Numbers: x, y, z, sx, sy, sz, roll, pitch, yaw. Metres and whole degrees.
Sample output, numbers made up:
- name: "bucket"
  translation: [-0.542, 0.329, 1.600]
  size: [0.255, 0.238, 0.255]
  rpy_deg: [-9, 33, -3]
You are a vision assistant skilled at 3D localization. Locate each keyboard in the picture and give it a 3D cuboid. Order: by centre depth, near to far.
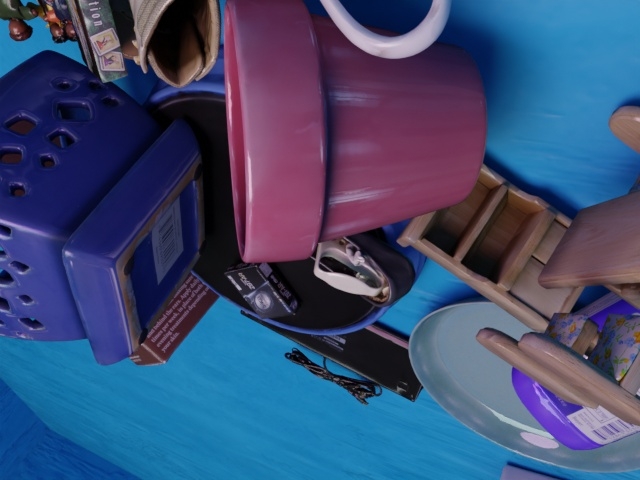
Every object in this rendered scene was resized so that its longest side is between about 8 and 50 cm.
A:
- name: "keyboard"
  translation: [0.014, 0.161, 0.937]
  size: [0.317, 0.033, 0.201]
  rpy_deg: [25, 137, 16]

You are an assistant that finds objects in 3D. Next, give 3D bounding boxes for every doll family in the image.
- name: "doll family"
  translation: [-0.280, -0.261, 0.661]
  size: [0.193, 0.076, 0.111]
  rpy_deg: [14, 134, 23]

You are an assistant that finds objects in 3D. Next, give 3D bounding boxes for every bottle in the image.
- name: "bottle"
  translation: [0.305, 0.085, 0.519]
  size: [0.118, 0.092, 0.283]
  rpy_deg: [46, 128, 2]

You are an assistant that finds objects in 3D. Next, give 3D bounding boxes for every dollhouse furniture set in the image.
- name: "dollhouse furniture set"
  translation: [0.178, -0.009, 0.461]
  size: [0.161, 0.212, 0.242]
  rpy_deg: [35, 171, -1]

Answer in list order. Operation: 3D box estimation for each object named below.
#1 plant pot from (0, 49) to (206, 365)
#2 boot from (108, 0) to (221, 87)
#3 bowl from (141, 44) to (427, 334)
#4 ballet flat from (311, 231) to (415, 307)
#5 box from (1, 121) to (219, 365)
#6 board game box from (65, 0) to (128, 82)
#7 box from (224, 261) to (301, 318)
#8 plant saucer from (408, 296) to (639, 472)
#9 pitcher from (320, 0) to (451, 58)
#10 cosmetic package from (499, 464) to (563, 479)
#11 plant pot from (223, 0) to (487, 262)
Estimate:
- name: "plant pot"
  translation: [-0.253, -0.022, 0.639]
  size: [0.212, 0.236, 0.236]
  rpy_deg: [21, 140, 8]
- name: "boot"
  translation: [-0.151, -0.203, 0.549]
  size: [0.213, 0.077, 0.165]
  rpy_deg: [-47, 54, 52]
- name: "bowl"
  translation: [-0.065, -0.036, 0.723]
  size: [0.391, 0.077, 0.391]
  rpy_deg: [21, 139, 19]
- name: "ballet flat"
  translation: [0.000, 0.000, 0.593]
  size: [0.203, 0.074, 0.074]
  rpy_deg: [34, 144, 4]
- name: "box"
  translation: [-0.327, -0.008, 0.879]
  size: [0.381, 0.191, 0.143]
  rpy_deg: [48, 148, -16]
- name: "board game box"
  translation: [-0.226, -0.280, 0.525]
  size: [0.136, 0.030, 0.259]
  rpy_deg: [-135, 33, -55]
- name: "box"
  translation: [-0.072, 0.061, 0.749]
  size: [0.067, 0.018, 0.083]
  rpy_deg: [-13, 121, 44]
- name: "plant saucer"
  translation: [0.263, 0.173, 0.737]
  size: [0.318, 0.043, 0.317]
  rpy_deg: [21, 141, 18]
- name: "pitcher"
  translation: [0.008, -0.221, 0.388]
  size: [0.207, 0.177, 0.125]
  rpy_deg: [22, 175, 15]
- name: "cosmetic package"
  translation: [0.424, 0.586, 0.830]
  size: [0.394, 0.329, 0.327]
  rpy_deg: [6, 134, 36]
- name: "plant pot"
  translation: [0.020, -0.086, 0.474]
  size: [0.180, 0.201, 0.201]
  rpy_deg: [-4, 144, -12]
